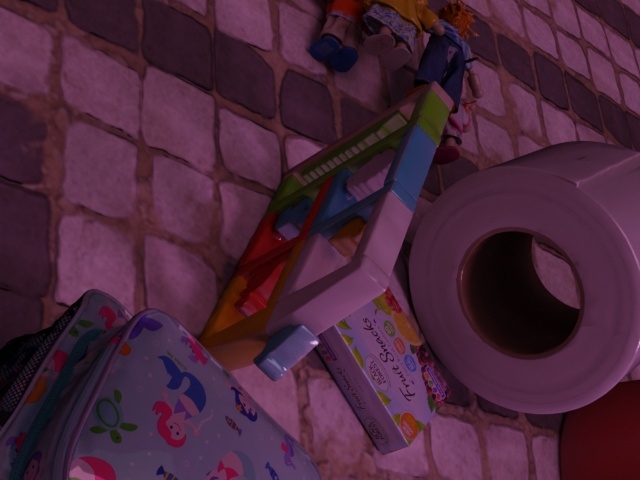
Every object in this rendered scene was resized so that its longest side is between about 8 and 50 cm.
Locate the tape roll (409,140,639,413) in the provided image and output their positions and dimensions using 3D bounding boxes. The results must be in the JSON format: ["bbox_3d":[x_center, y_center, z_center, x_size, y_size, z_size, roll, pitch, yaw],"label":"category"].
[{"bbox_3d":[0.233,0.032,1.115,0.169,0.246,0.246,-21,84,-51],"label":"tape roll"}]

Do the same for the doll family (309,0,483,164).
[{"bbox_3d":[0.114,-0.219,1.233,0.263,0.118,0.163,40,43,-26],"label":"doll family"}]

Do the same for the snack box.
[{"bbox_3d":[0.054,0.110,1.029,0.141,0.037,0.100,58,39,-5],"label":"snack box"}]

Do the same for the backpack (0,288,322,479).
[{"bbox_3d":[-0.133,0.180,0.665,0.225,0.191,0.253,49,45,-18],"label":"backpack"}]

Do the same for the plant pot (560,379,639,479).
[{"bbox_3d":[0.434,0.257,1.207,0.275,0.243,0.274,26,50,-36],"label":"plant pot"}]

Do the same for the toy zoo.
[{"bbox_3d":[0.000,0.000,0.909,0.030,0.192,0.293,45,41,-19],"label":"toy zoo"}]
